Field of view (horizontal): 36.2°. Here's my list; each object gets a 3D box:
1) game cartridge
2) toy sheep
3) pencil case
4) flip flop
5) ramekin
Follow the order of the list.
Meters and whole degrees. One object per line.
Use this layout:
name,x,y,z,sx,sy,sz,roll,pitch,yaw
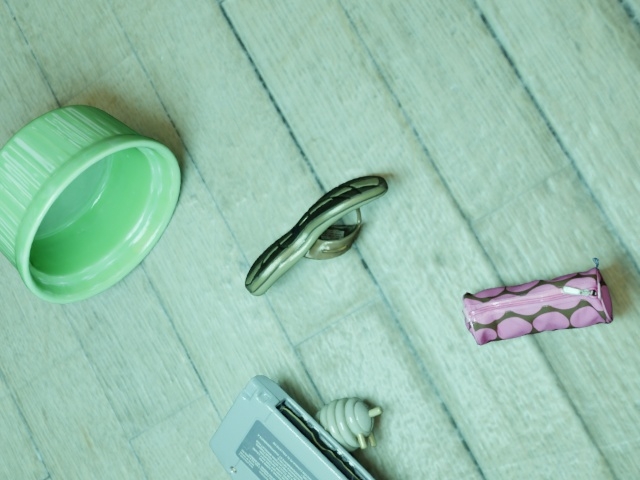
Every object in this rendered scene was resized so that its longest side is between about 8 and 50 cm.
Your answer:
game cartridge,-0.035,0.364,1.497,0.294,0.060,0.196,43,125,14
toy sheep,0.040,0.283,1.496,0.132,0.091,0.091,-25,82,21
pencil case,0.306,0.093,1.401,0.209,0.098,0.095,-15,85,19
flip flop,0.000,0.000,1.509,0.277,0.112,0.080,-42,103,11
ramekin,-0.380,-0.064,1.535,0.148,0.303,0.303,38,101,23
